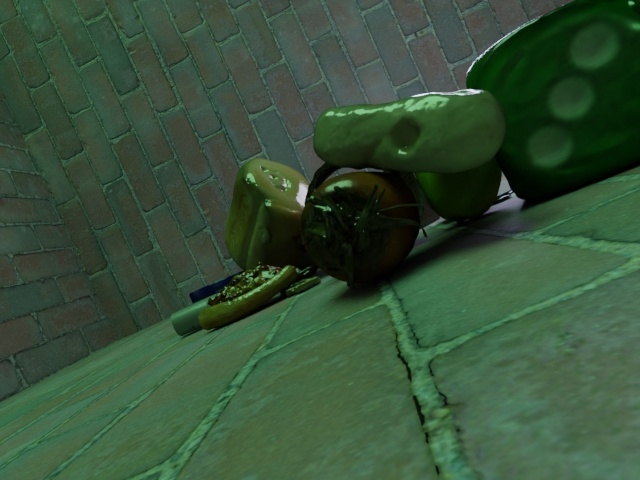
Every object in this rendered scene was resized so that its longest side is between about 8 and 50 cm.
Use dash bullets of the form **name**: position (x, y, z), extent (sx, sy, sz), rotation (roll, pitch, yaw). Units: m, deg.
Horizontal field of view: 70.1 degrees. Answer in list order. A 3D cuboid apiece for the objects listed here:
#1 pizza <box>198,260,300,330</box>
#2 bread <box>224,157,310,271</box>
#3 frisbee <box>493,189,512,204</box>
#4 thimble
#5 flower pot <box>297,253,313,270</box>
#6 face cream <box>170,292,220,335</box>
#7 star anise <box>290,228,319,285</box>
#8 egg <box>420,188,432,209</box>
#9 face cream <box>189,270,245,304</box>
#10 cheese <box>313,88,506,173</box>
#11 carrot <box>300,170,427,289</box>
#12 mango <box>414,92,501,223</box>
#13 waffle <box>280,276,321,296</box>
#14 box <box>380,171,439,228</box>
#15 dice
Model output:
- **pizza**: position (-0.197, 0.124, 1.237), extent (0.290, 0.081, 0.229), rotation (-31, 14, -1)
- **bread**: position (-0.163, -0.057, 1.518), extent (0.253, 0.348, 0.376), rotation (-8, -44, -33)
- **frisbee**: position (0.475, -0.116, 1.244), extent (0.211, 0.012, 0.187), rotation (-27, 2, -41)
- **thimble**: position (0.096, -0.079, 1.093), extent (0.271, 0.270, 0.150), rotation (-24, 0, 0)
- **flower pot**: position (0.000, 0.000, 1.731), extent (0.203, 0.212, 0.212), rotation (-11, 8, 33)
- **face cream**: position (-0.316, 0.204, 1.369), extent (0.250, 0.077, 0.077), rotation (-24, 1, 0)
- **star anise**: position (0.000, 0.034, 1.324), extent (0.347, 0.148, 0.237), rotation (-27, -21, 10)
- **egg**: position (0.360, -0.154, 1.256), extent (0.169, 0.169, 0.236), rotation (-24, 14, 9)
- **face cream**: position (-0.330, 0.189, 1.552), extent (0.206, 0.111, 0.206), rotation (-23, 1, 0)
- **cheese**: position (0.211, -0.190, 0.834), extent (0.329, 0.129, 0.351), rotation (-9, 13, -43)
- **carrot**: position (0.074, -0.022, 0.806), extent (0.331, 0.214, 0.193), rotation (-16, -48, -66)
- **mango**: position (0.305, -0.208, 1.076), extent (0.192, 0.342, 0.156), rotation (-33, -26, 34)
- **waffle**: position (-0.055, 0.121, 1.189), extent (0.092, 0.021, 0.135), rotation (-23, 0, -16)
- **box**: position (0.214, -0.111, 1.517), extent (0.301, 0.216, 0.301), rotation (-25, -1, 0)
- **dice**: position (0.477, -0.265, 0.891), extent (0.297, 0.299, 0.287), rotation (-24, -1, 26)
